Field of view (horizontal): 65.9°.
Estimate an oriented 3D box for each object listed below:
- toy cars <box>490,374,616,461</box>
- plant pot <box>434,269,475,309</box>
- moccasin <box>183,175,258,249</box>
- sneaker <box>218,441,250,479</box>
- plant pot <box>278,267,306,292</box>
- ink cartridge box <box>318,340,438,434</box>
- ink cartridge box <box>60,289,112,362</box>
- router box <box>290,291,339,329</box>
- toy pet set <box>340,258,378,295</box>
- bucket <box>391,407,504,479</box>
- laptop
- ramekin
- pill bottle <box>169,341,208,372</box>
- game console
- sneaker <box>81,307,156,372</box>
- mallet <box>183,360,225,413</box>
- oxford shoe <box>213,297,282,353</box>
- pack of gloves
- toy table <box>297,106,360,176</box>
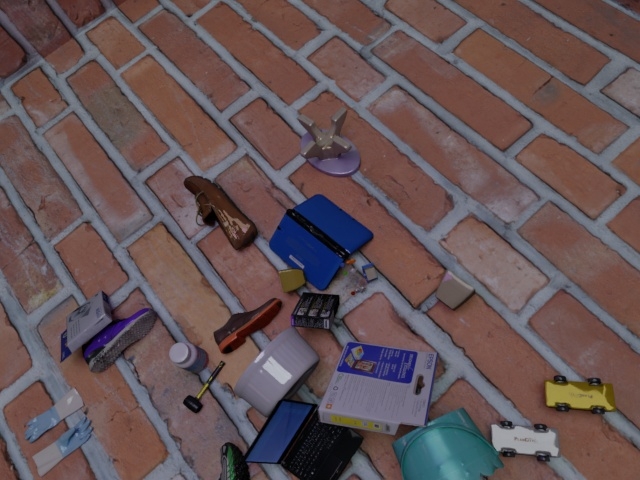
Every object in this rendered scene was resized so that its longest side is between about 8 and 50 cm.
[{"bbox_3d":[0.682,0.529,1.467,0.394,0.087,0.176,-37,61,-3],"label":"toy cars"},{"bbox_3d":[0.442,0.173,1.650,0.109,0.109,0.096,38,90,22],"label":"plant pot"},{"bbox_3d":[-0.409,-0.109,1.907,0.147,0.139,0.380,-40,76,-18],"label":"moccasin"},{"bbox_3d":[-0.300,0.794,1.493,0.146,0.134,0.343,-2,67,10],"label":"sneaker"},{"bbox_3d":[-0.096,0.137,1.755,0.083,0.081,0.081,-12,88,3],"label":"plant pot"},{"bbox_3d":[0.185,0.440,1.496,0.307,0.072,0.303,6,31,18],"label":"ink cartridge box"},{"bbox_3d":[-0.863,0.303,1.786,0.224,0.045,0.223,-42,31,-9],"label":"ink cartridge box"},{"bbox_3d":[-0.015,0.234,1.669,0.133,0.179,0.046,4,110,12],"label":"router box"},{"bbox_3d":[0.138,0.116,1.741,0.114,0.065,0.122,-19,96,-1],"label":"toy pet set"},{"bbox_3d":[0.347,0.610,1.394,0.281,0.281,0.183,-27,62,-2],"label":"bucket"},{"bbox_3d":[-0.050,0.622,1.468,0.264,0.136,0.234,33,98,13],"label":"laptop"},{"bbox_3d":[-0.127,0.419,1.553,0.135,0.277,0.277,40,79,15],"label":"ramekin"},{"bbox_3d":[-0.447,0.394,1.674,0.087,0.160,0.087,-4,67,8],"label":"pill bottle"},{"bbox_3d":[0.000,0.000,1.840,0.293,0.173,0.250,39,109,22],"label":"game console"},{"bbox_3d":[-0.744,0.325,1.789,0.293,0.102,0.146,-42,62,-10],"label":"sneaker"},{"bbox_3d":[-0.399,0.493,1.695,0.062,0.039,0.189,23,69,15],"label":"mallet"},{"bbox_3d":[-0.259,0.276,1.731,0.271,0.097,0.098,-37,60,-7],"label":"oxford shoe"},{"bbox_3d":[-0.916,0.656,1.707,0.232,0.046,0.195,-38,67,-8],"label":"pack of gloves"},{"bbox_3d":[0.029,-0.381,1.926,0.274,0.161,0.252,24,73,20],"label":"toy table"}]
